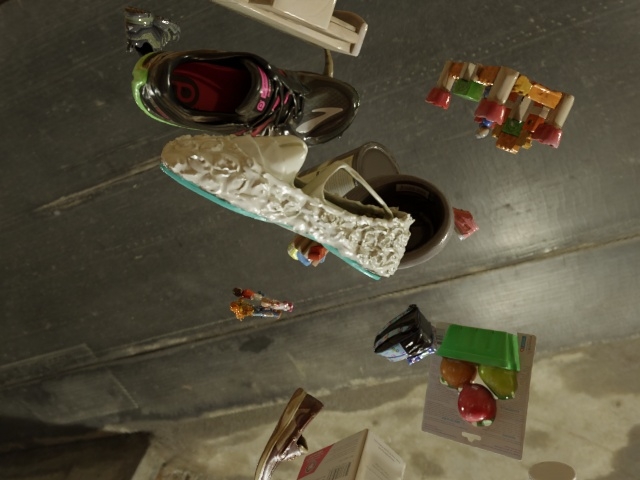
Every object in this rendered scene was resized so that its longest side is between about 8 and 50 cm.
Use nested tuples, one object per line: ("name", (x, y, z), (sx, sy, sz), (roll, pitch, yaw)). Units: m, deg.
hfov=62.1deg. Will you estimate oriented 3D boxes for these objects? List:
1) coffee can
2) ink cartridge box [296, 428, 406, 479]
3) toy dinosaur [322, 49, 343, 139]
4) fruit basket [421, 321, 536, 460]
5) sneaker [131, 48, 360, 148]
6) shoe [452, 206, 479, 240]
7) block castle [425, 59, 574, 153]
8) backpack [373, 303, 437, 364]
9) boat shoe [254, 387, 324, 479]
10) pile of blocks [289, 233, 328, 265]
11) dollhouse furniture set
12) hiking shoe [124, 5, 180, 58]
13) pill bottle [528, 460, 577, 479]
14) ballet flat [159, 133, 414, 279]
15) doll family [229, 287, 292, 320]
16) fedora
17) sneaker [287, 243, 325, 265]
("coffee can", (0.072, -0.147, 1.548), (0.275, 0.202, 0.201), (-16, 121, 43))
("ink cartridge box", (0.024, 0.519, 0.972), (0.117, 0.283, 0.207), (43, 127, -11))
("toy dinosaur", (0.012, -0.319, 1.290), (0.118, 0.064, 0.268), (20, 104, -13))
("fruit basket", (0.479, 0.441, 1.617), (0.327, 0.353, 0.165), (1, 171, 42))
("sneaker", (-0.125, -0.278, 1.080), (0.482, 0.202, 0.185), (-2, 103, -26))
("shoe", (0.489, -0.093, 1.896), (0.081, 0.063, 0.178), (-34, 78, 12))
("block castle", (0.563, -0.428, 1.733), (0.302, 0.453, 0.213), (16, 106, -18))
("backpack", (0.249, 0.299, 1.594), (0.173, 0.158, 0.117), (-36, 103, 18))
("boat shoe", (-0.095, 0.631, 1.650), (0.123, 0.123, 0.342), (27, 94, 8))
("pile of blocks", (0.083, -0.038, 1.723), (0.362, 0.112, 0.149), (-27, 115, -11))
("dollhouse furniture set", (0.012, -0.415, 0.663), (0.198, 0.286, 0.304), (9, 109, -35))
("hiking shoe", (-0.432, -0.515, 1.347), (0.086, 0.227, 0.114), (19, 105, 9))
("pill bottle", (0.449, 0.534, 0.992), (0.117, 0.117, 0.215), (-10, 94, 15))
("ballet flat", (-0.026, -0.077, 0.790), (0.408, 0.147, 0.147), (27, 124, -27))
("doll family", (-0.239, 0.253, 1.972), (0.263, 0.118, 0.163), (11, 176, 44))
("fedora", (0.163, -0.023, 1.203), (0.244, 0.275, 0.124), (47, 160, 26))
("sneaker", (0.000, 0.000, 1.920), (0.240, 0.091, 0.126), (-39, 102, 19))
